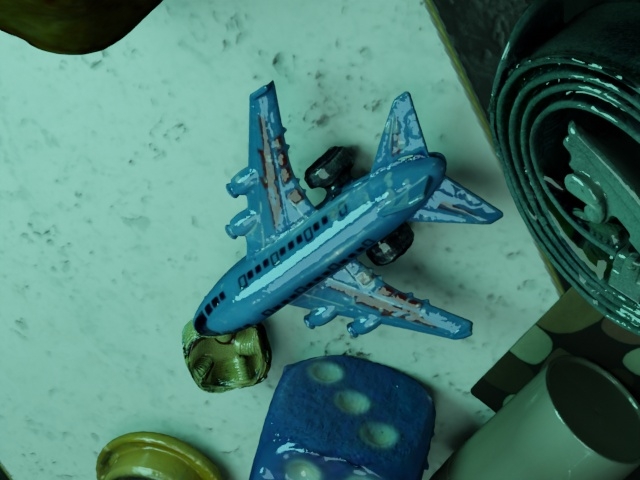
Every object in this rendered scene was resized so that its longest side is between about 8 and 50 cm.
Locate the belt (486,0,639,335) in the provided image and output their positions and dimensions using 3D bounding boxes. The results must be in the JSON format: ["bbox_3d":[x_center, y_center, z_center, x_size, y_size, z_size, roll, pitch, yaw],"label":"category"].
[{"bbox_3d":[0.220,-0.052,0.790,0.268,0.116,0.206,56,155,-10],"label":"belt"}]

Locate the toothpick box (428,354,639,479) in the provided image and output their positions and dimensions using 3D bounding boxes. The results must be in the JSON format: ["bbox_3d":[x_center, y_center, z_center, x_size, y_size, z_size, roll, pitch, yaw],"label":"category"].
[{"bbox_3d":[0.176,0.191,0.988,0.111,0.111,0.181,34,125,-4],"label":"toothpick box"}]

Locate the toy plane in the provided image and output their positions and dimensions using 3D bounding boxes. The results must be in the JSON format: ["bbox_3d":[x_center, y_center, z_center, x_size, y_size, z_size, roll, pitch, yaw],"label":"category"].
[{"bbox_3d":[0.000,0.000,0.939,0.271,0.105,0.254,-31,106,33],"label":"toy plane"}]

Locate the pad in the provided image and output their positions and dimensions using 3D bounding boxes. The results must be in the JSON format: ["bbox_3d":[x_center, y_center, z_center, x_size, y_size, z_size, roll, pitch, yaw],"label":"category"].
[{"bbox_3d":[0.249,0.103,0.978,0.158,0.003,0.235,35,126,-4],"label":"pad"}]

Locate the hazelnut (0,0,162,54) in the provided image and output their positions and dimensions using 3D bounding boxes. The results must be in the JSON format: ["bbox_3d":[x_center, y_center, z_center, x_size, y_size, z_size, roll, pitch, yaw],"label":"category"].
[{"bbox_3d":[-0.176,-0.248,0.787,0.218,0.218,0.234,44,125,-10],"label":"hazelnut"}]

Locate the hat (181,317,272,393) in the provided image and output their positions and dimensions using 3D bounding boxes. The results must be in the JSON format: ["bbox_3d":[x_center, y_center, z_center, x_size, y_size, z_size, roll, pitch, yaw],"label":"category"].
[{"bbox_3d":[-0.086,0.091,1.055,0.076,0.059,0.077,-17,130,-10],"label":"hat"}]

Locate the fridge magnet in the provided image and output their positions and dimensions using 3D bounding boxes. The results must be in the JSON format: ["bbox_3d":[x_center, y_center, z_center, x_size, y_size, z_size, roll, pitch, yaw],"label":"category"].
[{"bbox_3d":[-0.160,0.250,1.177,0.143,0.063,0.143,9,127,13],"label":"fridge magnet"}]

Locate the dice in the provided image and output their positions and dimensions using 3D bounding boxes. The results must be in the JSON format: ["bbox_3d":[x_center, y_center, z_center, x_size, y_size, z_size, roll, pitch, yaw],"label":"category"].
[{"bbox_3d":[0.019,0.196,1.034,0.146,0.146,0.143,14,122,6],"label":"dice"}]
